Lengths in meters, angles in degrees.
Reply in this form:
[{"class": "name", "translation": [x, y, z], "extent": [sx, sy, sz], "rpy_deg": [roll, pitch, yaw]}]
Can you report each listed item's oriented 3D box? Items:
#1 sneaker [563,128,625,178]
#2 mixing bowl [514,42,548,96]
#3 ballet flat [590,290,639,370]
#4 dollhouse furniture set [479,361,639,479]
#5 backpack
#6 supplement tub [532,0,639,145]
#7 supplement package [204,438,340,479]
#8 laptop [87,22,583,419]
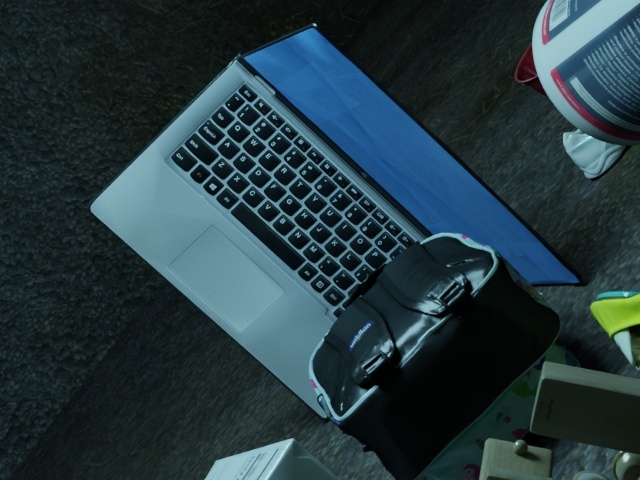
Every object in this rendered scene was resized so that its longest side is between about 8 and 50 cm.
[{"class": "sneaker", "translation": [0.332, -0.140, 2.088], "extent": [0.152, 0.061, 0.054], "rpy_deg": [-46, 11, 1]}, {"class": "mixing bowl", "translation": [0.330, -0.224, 2.258], "extent": [0.181, 0.098, 0.181], "rpy_deg": [-44, 14, 14]}, {"class": "ballet flat", "translation": [0.288, 0.071, 1.576], "extent": [0.231, 0.077, 0.077], "rpy_deg": [152, 124, -68]}, {"class": "dollhouse furniture set", "translation": [0.204, 0.145, 1.462], "extent": [0.123, 0.144, 0.151], "rpy_deg": [-70, -10, -61]}, {"class": "backpack", "translation": [0.108, 0.108, 1.775], "extent": [0.225, 0.191, 0.253], "rpy_deg": [-45, 20, -2]}, {"class": "supplement tub", "translation": [0.361, -0.230, 1.927], "extent": [0.272, 0.191, 0.191], "rpy_deg": [-37, 16, 53]}, {"class": "supplement package", "translation": [-0.051, 0.336, 1.581], "extent": [0.145, 0.204, 0.262], "rpy_deg": [-23, 27, 57]}, {"class": "laptop", "translation": [0.000, 0.000, 2.018], "extent": [0.408, 0.382, 0.236], "rpy_deg": [-43, 13, 20]}]
